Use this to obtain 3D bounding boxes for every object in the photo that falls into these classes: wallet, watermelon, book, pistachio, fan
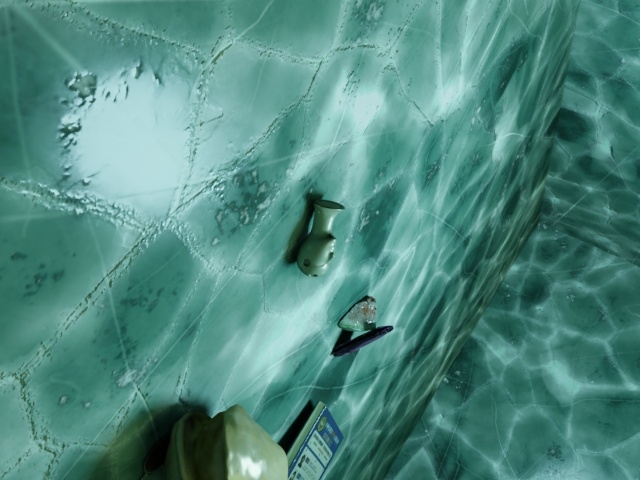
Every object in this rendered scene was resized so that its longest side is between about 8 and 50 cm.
[{"bbox_3d":[0.123,0.285,1.640,0.166,0.030,0.111,-30,162,21],"label":"wallet"},{"bbox_3d":[0.113,0.215,1.627,0.180,0.081,0.094,-30,115,-56],"label":"watermelon"},{"bbox_3d":[-0.071,0.701,1.670,0.428,0.039,0.300,-56,150,-26],"label":"book"},{"bbox_3d":[-0.181,0.440,1.108,0.229,0.238,0.321,-15,137,-2],"label":"pistachio"},{"bbox_3d":[-0.316,0.421,1.088,0.133,0.005,0.085,-53,154,-18],"label":"fan"}]

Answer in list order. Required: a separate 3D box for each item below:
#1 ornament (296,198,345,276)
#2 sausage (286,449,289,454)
[{"bbox_3d":[0.000,0.000,1.157,0.075,0.081,0.156,-9,120,-54],"label":"ornament"},{"bbox_3d":[-0.038,0.615,1.762,0.186,0.043,0.043,-12,126,-59],"label":"sausage"}]
